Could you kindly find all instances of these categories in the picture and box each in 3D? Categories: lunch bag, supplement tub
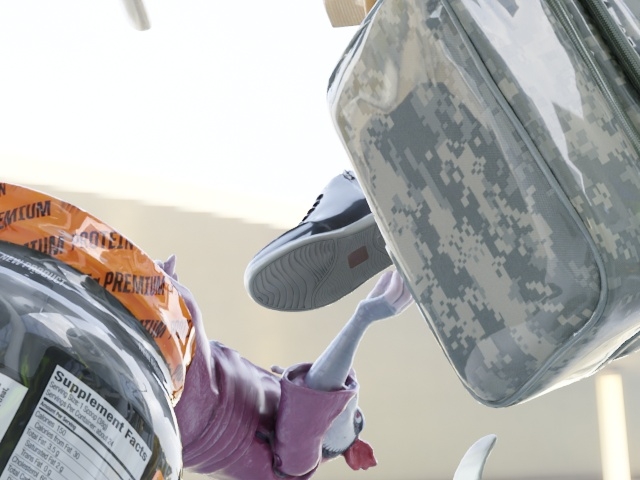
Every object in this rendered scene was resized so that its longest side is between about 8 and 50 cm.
[{"bbox_3d":[0.184,-0.068,1.325,0.256,0.305,0.212,-16,-22,-34],"label":"lunch bag"},{"bbox_3d":[-0.190,0.148,0.806,0.207,0.338,0.207,15,-38,12],"label":"supplement tub"}]

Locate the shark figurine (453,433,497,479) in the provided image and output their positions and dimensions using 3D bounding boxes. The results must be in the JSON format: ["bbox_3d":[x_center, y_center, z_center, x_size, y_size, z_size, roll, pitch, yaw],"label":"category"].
[{"bbox_3d":[0.158,0.274,1.475,0.116,0.278,0.166,24,-73,-27],"label":"shark figurine"}]

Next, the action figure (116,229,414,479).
[{"bbox_3d":[-0.093,0.127,1.362,0.370,0.276,0.248,27,-22,-35],"label":"action figure"}]

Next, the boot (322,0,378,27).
[{"bbox_3d":[0.132,-0.168,1.910,0.211,0.104,0.295,1,-53,50],"label":"boot"}]

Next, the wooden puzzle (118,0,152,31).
[{"bbox_3d":[-0.189,-0.314,1.545,0.044,0.239,0.221,-10,-12,-1],"label":"wooden puzzle"}]

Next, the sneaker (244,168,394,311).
[{"bbox_3d":[0.000,0.000,1.932,0.222,0.118,0.083,-22,-58,-25],"label":"sneaker"}]
